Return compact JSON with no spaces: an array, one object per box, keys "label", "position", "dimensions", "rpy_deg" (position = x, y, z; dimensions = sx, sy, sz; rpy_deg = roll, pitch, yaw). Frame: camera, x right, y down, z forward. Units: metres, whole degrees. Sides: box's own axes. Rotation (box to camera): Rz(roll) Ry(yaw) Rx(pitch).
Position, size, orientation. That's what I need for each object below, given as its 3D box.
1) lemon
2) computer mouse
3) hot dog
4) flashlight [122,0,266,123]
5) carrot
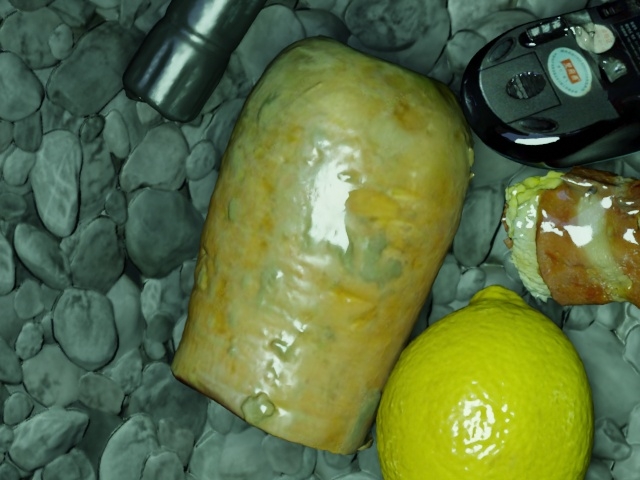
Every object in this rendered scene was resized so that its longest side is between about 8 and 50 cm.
[{"label":"lemon","position":[0.141,0.157,1.513],"dimensions":[0.187,0.187,0.244],"rpy_deg":[8,84,24]},{"label":"computer mouse","position":[0.238,-0.130,1.538],"dimensions":[0.233,0.096,0.137],"rpy_deg":[-16,62,-1]},{"label":"hot dog","position":[0.257,-0.004,1.512],"dimensions":[0.213,0.146,0.103],"rpy_deg":[9,52,17]},{"label":"flashlight","position":[-0.053,-0.298,1.701],"dimensions":[0.103,0.103,0.424],"rpy_deg":[37,101,23]},{"label":"carrot","position":[0.000,0.000,1.571],"dimensions":[0.224,0.224,0.340],"rpy_deg":[24,95,24]}]
